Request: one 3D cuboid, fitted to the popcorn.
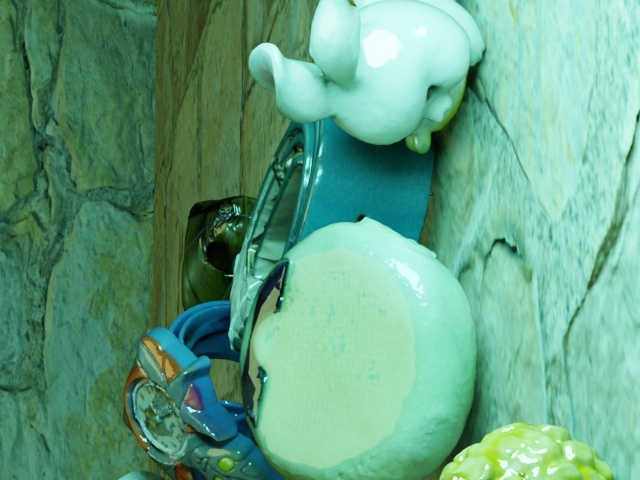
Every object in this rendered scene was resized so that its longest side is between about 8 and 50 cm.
[{"bbox_3d":[0.158,0.233,1.024,0.170,0.180,0.180,-56,-1,-30],"label":"popcorn"}]

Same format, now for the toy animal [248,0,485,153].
[{"bbox_3d":[0.069,-0.223,1.343,0.183,0.247,0.310,-22,40,45],"label":"toy animal"}]

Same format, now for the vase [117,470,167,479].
[{"bbox_3d":[-0.188,0.489,1.903,0.445,0.250,0.250,13,99,53],"label":"vase"}]

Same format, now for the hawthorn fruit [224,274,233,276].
[{"bbox_3d":[-0.057,0.063,1.944,0.125,0.140,0.125,-10,75,40],"label":"hawthorn fruit"}]

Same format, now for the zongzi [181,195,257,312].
[{"bbox_3d":[-0.182,0.068,2.317,0.286,0.138,0.300,180,105,-73],"label":"zongzi"}]

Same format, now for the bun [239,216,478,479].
[{"bbox_3d":[0.061,0.129,1.356,0.293,0.187,0.293,-4,83,38],"label":"bun"}]

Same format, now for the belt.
[{"bbox_3d":[0.000,-0.001,1.601,0.436,0.173,0.300,117,164,-59],"label":"belt"}]

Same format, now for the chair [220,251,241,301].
[{"bbox_3d":[-0.126,0.090,2.227,0.221,0.095,0.104,116,148,-52],"label":"chair"}]

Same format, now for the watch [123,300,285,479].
[{"bbox_3d":[-0.121,0.239,1.935,0.305,0.274,0.241,38,132,19],"label":"watch"}]
